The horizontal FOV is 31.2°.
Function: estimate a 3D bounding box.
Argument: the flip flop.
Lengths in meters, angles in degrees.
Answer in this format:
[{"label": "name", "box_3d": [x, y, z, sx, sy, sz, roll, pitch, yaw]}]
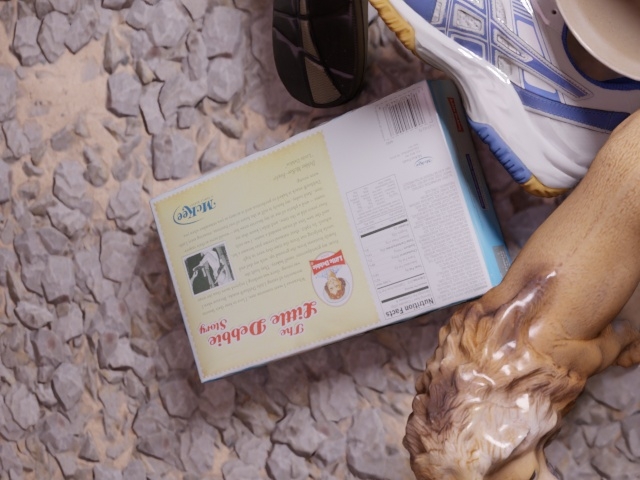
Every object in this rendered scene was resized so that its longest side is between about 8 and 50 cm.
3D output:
[{"label": "flip flop", "box_3d": [0.016, -0.254, 1.004, 0.112, 0.080, 0.277, 14, 116, 25]}]

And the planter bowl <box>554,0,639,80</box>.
[{"label": "planter bowl", "box_3d": [0.250, -0.200, 0.777, 0.162, 0.109, 0.162, 33, 138, 36]}]

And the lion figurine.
[{"label": "lion figurine", "box_3d": [0.199, 0.010, 0.809, 0.142, 0.240, 0.392, 32, 109, 26]}]

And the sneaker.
[{"label": "sneaker", "box_3d": [0.132, -0.179, 0.902, 0.131, 0.112, 0.296, -40, 96, 18]}]

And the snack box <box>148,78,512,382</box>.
[{"label": "snack box", "box_3d": [0.000, 0.000, 1.037, 0.322, 0.060, 0.187, -20, 83, 31]}]
